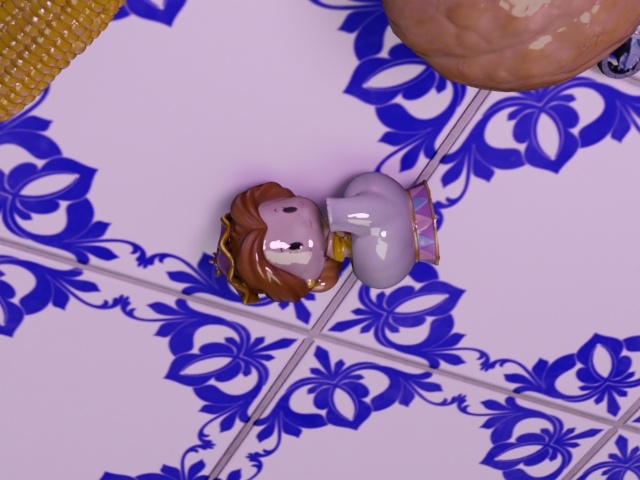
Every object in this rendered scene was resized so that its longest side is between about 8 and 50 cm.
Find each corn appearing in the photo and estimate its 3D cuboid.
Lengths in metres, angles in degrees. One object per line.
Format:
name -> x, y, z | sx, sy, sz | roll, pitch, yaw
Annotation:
corn -> -0.267, -0.235, 1.261 | 0.130, 0.130, 0.347 | 34, 119, -31

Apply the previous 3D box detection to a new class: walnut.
walnut -> 0.174, -0.284, 1.191 | 0.285, 0.285, 0.296 | -23, 93, 13

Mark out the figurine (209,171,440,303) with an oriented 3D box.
figurine -> 0.000, 0.000, 1.500 | 0.263, 0.142, 0.189 | -9, 155, 1

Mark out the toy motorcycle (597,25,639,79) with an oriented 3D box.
toy motorcycle -> 0.366, -0.253, 1.372 | 0.114, 0.076, 0.205 | 1, 132, -18
